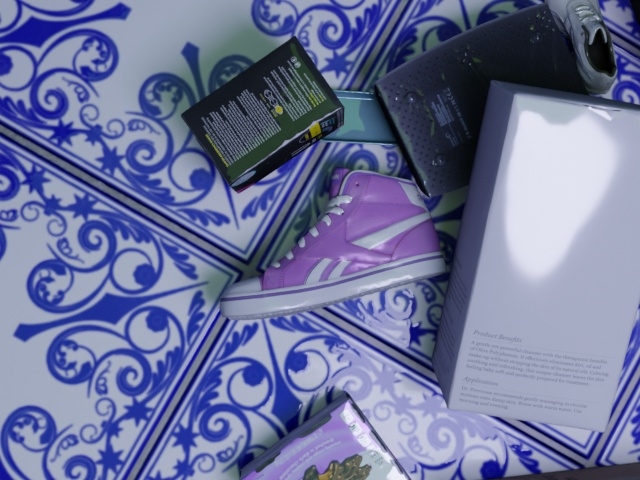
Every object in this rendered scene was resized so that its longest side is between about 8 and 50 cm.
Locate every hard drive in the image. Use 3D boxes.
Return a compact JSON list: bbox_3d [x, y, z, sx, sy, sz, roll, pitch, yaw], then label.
[{"bbox_3d":[0.201,-0.173,1.190,0.254,0.054,0.172,-27,94,-15],"label":"hard drive"}]

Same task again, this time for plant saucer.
[{"bbox_3d":[0.093,-0.152,1.214,0.192,0.018,0.067,3,87,-6],"label":"plant saucer"}]

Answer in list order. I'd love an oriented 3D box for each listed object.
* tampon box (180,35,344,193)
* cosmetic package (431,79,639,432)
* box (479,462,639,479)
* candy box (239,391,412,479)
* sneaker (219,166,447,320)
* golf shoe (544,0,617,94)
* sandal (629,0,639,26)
[{"bbox_3d":[-0.065,-0.143,1.137,0.161,0.120,0.101,-34,87,0],"label":"tampon box"},{"bbox_3d":[0.261,0.015,1.103,0.196,0.155,0.366,10,103,-3],"label":"cosmetic package"},{"bbox_3d":[0.307,0.348,1.150,0.311,0.148,0.121,-5,87,-7],"label":"box"},{"bbox_3d":[0.025,0.311,1.156,0.165,0.070,0.196,-37,91,-2],"label":"candy box"},{"bbox_3d":[0.000,0.000,1.164,0.282,0.102,0.161,-15,85,-17],"label":"sneaker"},{"bbox_3d":[0.338,-0.273,1.210,0.069,0.086,0.176,-19,88,-4],"label":"golf shoe"},{"bbox_3d":[0.359,-0.375,1.187,0.107,0.167,0.446,-16,89,15],"label":"sandal"}]
